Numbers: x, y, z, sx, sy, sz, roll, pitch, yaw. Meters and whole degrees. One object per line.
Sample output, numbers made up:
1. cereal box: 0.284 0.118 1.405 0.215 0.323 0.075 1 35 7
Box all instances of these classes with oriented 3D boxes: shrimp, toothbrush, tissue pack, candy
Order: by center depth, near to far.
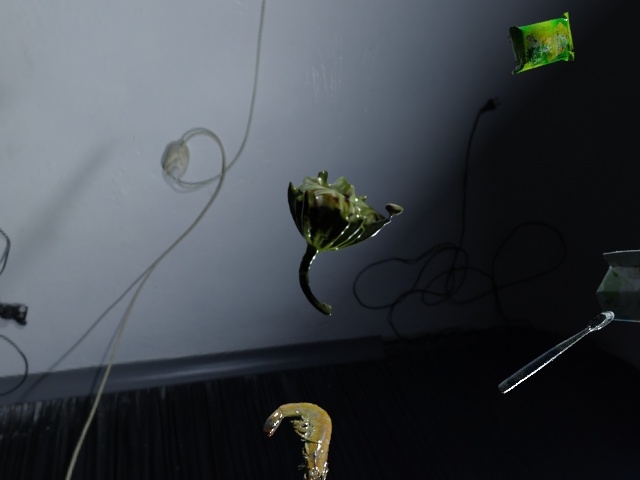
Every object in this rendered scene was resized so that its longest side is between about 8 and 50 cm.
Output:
1. shrimp: -0.043 0.355 0.968 0.124 0.178 0.034 14 131 -3
2. toothbrush: 0.415 0.208 1.002 0.025 0.019 0.275 -1 142 -38
3. candy: 0.477 -0.423 1.189 0.178 0.032 0.102 -21 113 -25
4. tissue pack: 0.755 0.084 1.234 0.159 0.229 0.145 -48 114 -27

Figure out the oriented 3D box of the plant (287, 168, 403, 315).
1. plant: 0.000 0.017 1.246 0.251 0.180 0.333 24 102 -12
